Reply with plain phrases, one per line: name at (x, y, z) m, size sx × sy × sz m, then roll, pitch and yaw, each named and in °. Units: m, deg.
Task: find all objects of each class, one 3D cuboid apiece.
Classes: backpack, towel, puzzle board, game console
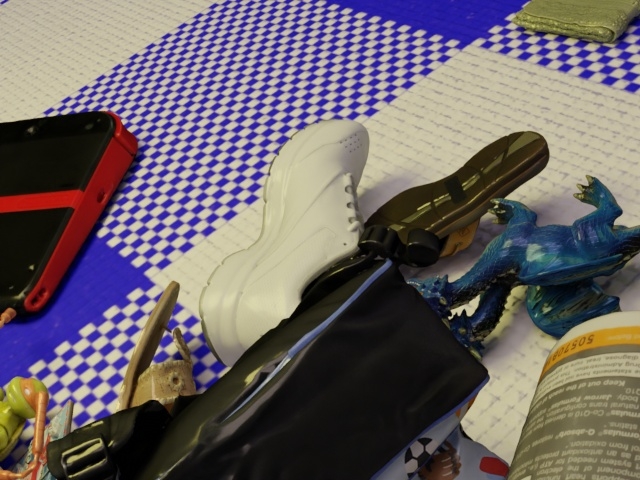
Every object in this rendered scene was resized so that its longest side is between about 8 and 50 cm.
backpack at (-0.023, 0.154, 0.659) m, size 0.276 × 0.213 × 0.263 m, roll -34°, pitch 0°, yaw -24°
towel at (0.318, -0.281, 1.188) m, size 0.148 × 0.027 × 0.110 m, roll 20°, pitch 53°, yaw 43°
puzzle board at (-0.246, 0.204, 0.836) m, size 0.096 × 0.011 × 0.128 m, roll -48°, pitch 23°, yaw 14°
game console at (-0.443, -0.028, 1.243) m, size 0.386 × 0.060 × 0.342 m, roll -4°, pitch 46°, yaw 23°

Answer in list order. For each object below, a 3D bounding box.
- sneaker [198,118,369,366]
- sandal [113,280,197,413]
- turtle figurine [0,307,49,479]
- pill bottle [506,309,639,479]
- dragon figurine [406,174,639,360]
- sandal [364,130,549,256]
sneaker at (0.000, 0.000, 0.944) m, size 0.129 × 0.111 × 0.297 m, roll 1°, pitch 52°, yaw 30°
sandal at (-0.147, 0.153, 0.873) m, size 0.079 × 0.088 × 0.240 m, roll 22°, pitch 56°, yaw 3°
turtle figurine at (-0.332, 0.179, 0.902) m, size 0.217 × 0.087 × 0.269 m, roll -32°, pitch 34°, yaw -4°
pill bottle at (0.164, 0.185, 0.519) m, size 0.162 × 0.162 × 0.278 m, roll 4°, pitch 45°, yaw 30°
dragon figurine at (0.211, 0.025, 0.822) m, size 0.289 × 0.085 × 0.144 m, roll -8°, pitch 40°, yaw 19°
sandal at (0.127, -0.025, 0.936) m, size 0.219 × 0.060 × 0.090 m, roll -33°, pitch 30°, yaw 15°
